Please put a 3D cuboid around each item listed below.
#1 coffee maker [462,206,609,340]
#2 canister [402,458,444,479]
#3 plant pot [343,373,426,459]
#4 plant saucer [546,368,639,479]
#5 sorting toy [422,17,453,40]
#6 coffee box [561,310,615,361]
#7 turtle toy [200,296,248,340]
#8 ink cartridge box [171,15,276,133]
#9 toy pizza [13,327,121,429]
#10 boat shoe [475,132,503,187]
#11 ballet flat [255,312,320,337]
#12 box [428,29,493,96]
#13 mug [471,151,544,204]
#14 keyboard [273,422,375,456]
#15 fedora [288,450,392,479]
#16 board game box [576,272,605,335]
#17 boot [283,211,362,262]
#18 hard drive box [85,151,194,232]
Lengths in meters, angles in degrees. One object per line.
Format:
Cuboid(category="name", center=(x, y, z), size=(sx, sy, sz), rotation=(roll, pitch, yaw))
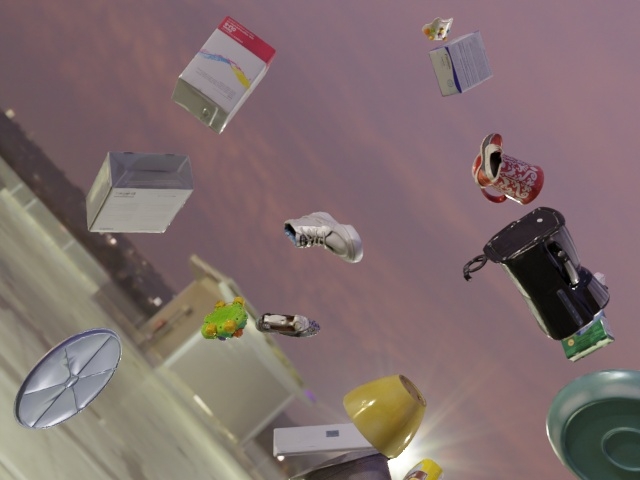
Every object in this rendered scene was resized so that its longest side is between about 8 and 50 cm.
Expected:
Cuboid(category="coffee maker", center=(0.342, 0.062, 1.410), size=(0.178, 0.171, 0.120), rotation=(55, 26, -21))
Cuboid(category="canister", center=(0.215, 0.612, 2.136), size=(0.073, 0.170, 0.126), rotation=(42, -46, 5))
Cuboid(category="plant pot", center=(0.117, 0.275, 1.469), size=(0.134, 0.095, 0.134), rotation=(44, 12, -11))
Cuboid(category="plant saucer", center=(0.575, 0.377, 1.658), size=(0.317, 0.044, 0.317), rotation=(13, -56, 20))
Cuboid(category="sorting toy", center=(0.349, -0.620, 2.595), size=(0.075, 0.083, 0.045), rotation=(116, -34, -58))
Cuboid(category="coffee box", center=(0.585, 0.169, 2.031), size=(0.040, 0.113, 0.184), rotation=(25, 40, -38))
Cuboid(category="turtle toy", center=(-0.211, 0.183, 1.967), size=(0.130, 0.095, 0.066), rotation=(-14, -53, 27))
Cuboid(category="ink cartridge box", center=(-0.198, -0.333, 1.819), size=(0.127, 0.176, 0.128), rotation=(35, -20, -6))
Cuboid(category="toy pizza", center=(-0.401, 0.213, 1.413), size=(0.032, 0.201, 0.201), rotation=(38, -14, 24))
Cuboid(category="boat shoe", center=(0.345, -0.165, 1.789), size=(0.049, 0.137, 0.043), rotation=(33, -35, -17))
Cuboid(category="ballet flat", center=(-0.054, 0.144, 1.536), size=(0.114, 0.041, 0.041), rotation=(4, -7, -9))
Cuboid(category="box", center=(0.359, -0.451, 2.288), size=(0.072, 0.137, 0.126), rotation=(-2, -66, 51))
Cuboid(category="mug", center=(0.493, -0.162, 2.415), size=(0.169, 0.150, 0.113), rotation=(20, 20, -26))
Cuboid(category="keyboard", center=(0.027, 0.425, 1.924), size=(0.072, 0.256, 0.014), rotation=(-92, 177, -54))
Cuboid(category="fedora", center=(0.070, 0.604, 2.195), size=(0.244, 0.275, 0.124), rotation=(36, 31, -61))
Cuboid(category="board game box", center=(0.500, 0.119, 1.671), size=(0.020, 0.090, 0.090), rotation=(18, -53, 40))
Cuboid(category="boot", center=(0.000, 0.000, 2.194), size=(0.258, 0.123, 0.095), rotation=(-148, -130, -62))
Cuboid(category="hard drive box", center=(-0.404, -0.102, 1.980), size=(0.232, 0.181, 0.089), rotation=(-43, -127, 54))
